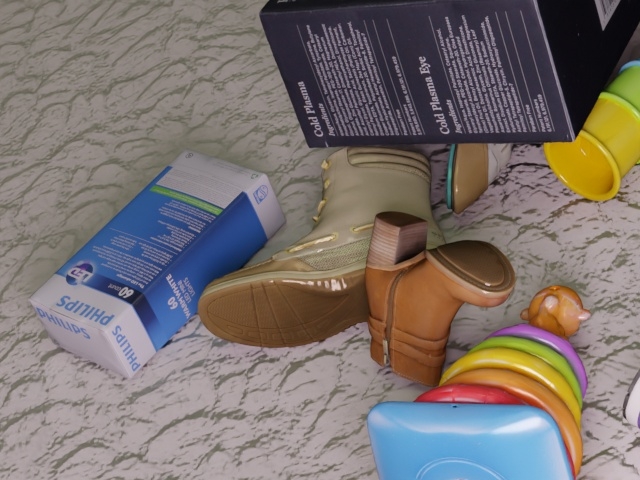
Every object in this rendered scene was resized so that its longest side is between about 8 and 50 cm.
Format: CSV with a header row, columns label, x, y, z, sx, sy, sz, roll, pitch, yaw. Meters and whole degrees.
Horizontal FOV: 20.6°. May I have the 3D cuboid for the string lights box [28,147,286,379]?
label,x,y,z,sx,sy,sz,roll,pitch,yaw
string lights box,-0.175,0.020,1.910,0.133,0.077,0.260,20,55,41

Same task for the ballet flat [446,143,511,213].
label,x,y,z,sx,sy,sz,roll,pitch,yaw
ballet flat,0.175,-0.118,1.902,0.073,0.080,0.232,1,44,6

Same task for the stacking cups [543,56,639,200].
label,x,y,z,sx,sy,sz,roll,pitch,yaw
stacking cups,0.361,-0.176,1.862,0.096,0.096,0.316,19,54,40

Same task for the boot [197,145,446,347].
label,x,y,z,sx,sy,sz,roll,pitch,yaw
boot,0.000,0.000,1.832,0.262,0.095,0.203,-15,40,7

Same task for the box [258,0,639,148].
label,x,y,z,sx,sy,sz,roll,pitch,yaw
box,0.159,-0.265,1.877,0.312,0.179,0.343,-1,37,31

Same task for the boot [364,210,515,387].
label,x,y,z,sx,sy,sz,roll,pitch,yaw
boot,0.111,0.070,1.656,0.073,0.152,0.197,-8,22,-29

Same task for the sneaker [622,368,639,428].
label,x,y,z,sx,sy,sz,roll,pitch,yaw
sneaker,0.404,0.097,1.545,0.283,0.107,0.124,-42,57,-16

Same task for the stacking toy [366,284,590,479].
label,x,y,z,sx,sy,sz,roll,pitch,yaw
stacking toy,0.175,0.135,1.570,0.175,0.166,0.302,-1,32,26
